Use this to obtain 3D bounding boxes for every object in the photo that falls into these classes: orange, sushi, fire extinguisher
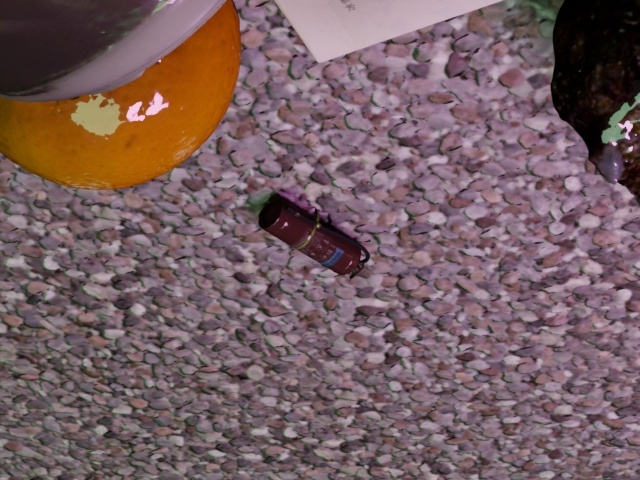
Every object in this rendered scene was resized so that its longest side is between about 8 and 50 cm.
[{"bbox_3d":[-0.169,-0.142,1.246,0.219,0.219,0.193,3,151,-3],"label":"orange"},{"bbox_3d":[0.345,-0.099,1.291,0.348,0.234,0.207,25,137,-35],"label":"sushi"},{"bbox_3d":[0.000,0.000,1.575,0.132,0.039,0.056,31,142,-33],"label":"fire extinguisher"}]

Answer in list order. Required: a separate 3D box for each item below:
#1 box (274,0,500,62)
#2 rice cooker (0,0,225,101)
[{"bbox_3d":[0.077,-0.244,1.231,0.256,0.069,0.164,-17,139,20],"label":"box"},{"bbox_3d":[-0.201,-0.283,0.988,0.335,0.335,0.325,-25,134,30],"label":"rice cooker"}]
